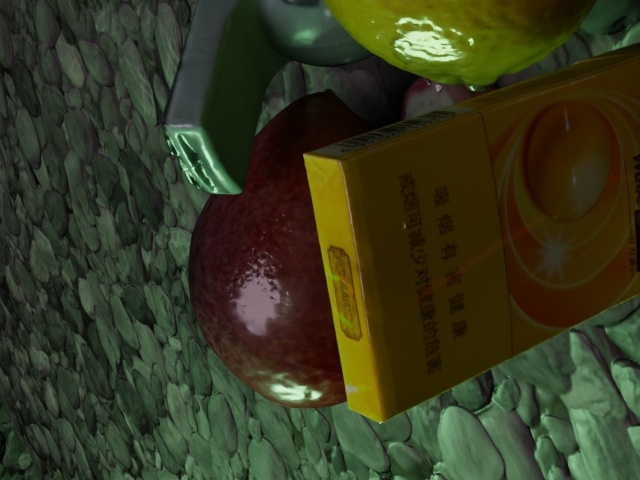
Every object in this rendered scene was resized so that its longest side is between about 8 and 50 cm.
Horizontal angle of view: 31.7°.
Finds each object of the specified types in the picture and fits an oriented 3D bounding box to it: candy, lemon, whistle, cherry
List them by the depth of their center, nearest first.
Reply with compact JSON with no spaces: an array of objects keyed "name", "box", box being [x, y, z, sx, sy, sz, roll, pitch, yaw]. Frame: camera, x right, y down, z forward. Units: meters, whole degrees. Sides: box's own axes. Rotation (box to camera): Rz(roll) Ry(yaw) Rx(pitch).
[{"name":"lemon","box":[0.081,-0.201,0.683,0.192,0.192,0.231,22,125,52]},{"name":"whistle","box":[-0.003,-0.174,0.830,0.163,0.163,0.290,-37,37,59]},{"name":"candy","box":[0.103,-0.082,0.868,0.103,0.043,0.103,37,137,43]},{"name":"cherry","box":[0.003,0.010,0.938,0.206,0.239,0.239,34,152,-13]}]

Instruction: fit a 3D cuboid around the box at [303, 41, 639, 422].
[{"name":"box","box":[0.119,-0.014,0.659,0.043,0.269,0.152,18,123,53]}]
